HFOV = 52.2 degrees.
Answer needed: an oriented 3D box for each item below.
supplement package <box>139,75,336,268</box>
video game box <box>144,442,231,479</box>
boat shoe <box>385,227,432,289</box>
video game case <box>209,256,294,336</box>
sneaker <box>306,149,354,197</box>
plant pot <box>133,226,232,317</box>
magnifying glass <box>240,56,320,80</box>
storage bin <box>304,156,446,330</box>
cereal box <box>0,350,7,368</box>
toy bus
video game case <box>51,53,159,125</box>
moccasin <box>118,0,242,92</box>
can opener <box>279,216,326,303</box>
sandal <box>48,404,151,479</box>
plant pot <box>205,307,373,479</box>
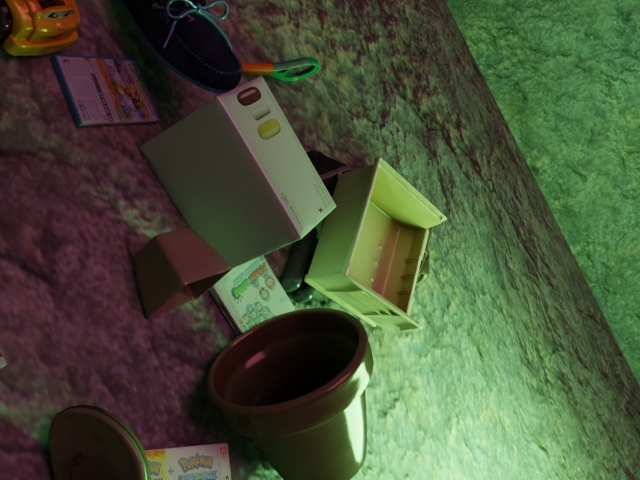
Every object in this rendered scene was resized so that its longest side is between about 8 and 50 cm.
[{"bbox_3d":[-0.139,-0.109,1.125,0.261,0.204,0.145,59,36,-11],"label":"supplement package"},{"bbox_3d":[-0.204,0.381,0.895,0.205,0.048,0.187,14,58,-49],"label":"video game box"},{"bbox_3d":[0.202,0.057,1.569,0.123,0.123,0.342,58,39,-25],"label":"boat shoe"},{"bbox_3d":[-0.121,0.106,1.187,0.143,0.019,0.157,60,35,-10],"label":"video game case"},{"bbox_3d":[-0.045,-0.124,1.386,0.222,0.118,0.083,-19,130,-34],"label":"sneaker"},{"bbox_3d":[-0.226,0.042,1.018,0.109,0.109,0.096,-19,74,-55],"label":"plant pot"},{"bbox_3d":[-0.095,-0.384,1.460,0.231,0.092,0.026,-16,87,-45],"label":"magnifying glass"},{"bbox_3d":[0.125,0.019,1.330,0.260,0.123,0.262,36,59,-34],"label":"storage bin"},{"bbox_3d":[-0.477,0.071,0.709,0.173,0.047,0.240,-27,94,-55],"label":"cereal box"},{"bbox_3d":[-0.407,-0.408,0.936,0.220,0.212,0.149,63,33,-8],"label":"toy bus"},{"bbox_3d":[-0.353,-0.249,1.087,0.166,0.015,0.119,-18,85,-55],"label":"video game case"},{"bbox_3d":[-0.255,-0.399,1.125,0.342,0.117,0.138,46,37,11],"label":"moccasin"},{"bbox_3d":[0.000,0.000,1.343,0.076,0.095,0.283,46,39,-26],"label":"can opener"},{"bbox_3d":[-0.262,0.343,0.760,0.086,0.120,0.302,47,30,-73],"label":"sandal"},{"bbox_3d":[-0.024,0.274,1.053,0.263,0.263,0.229,-50,129,-53],"label":"plant pot"}]
